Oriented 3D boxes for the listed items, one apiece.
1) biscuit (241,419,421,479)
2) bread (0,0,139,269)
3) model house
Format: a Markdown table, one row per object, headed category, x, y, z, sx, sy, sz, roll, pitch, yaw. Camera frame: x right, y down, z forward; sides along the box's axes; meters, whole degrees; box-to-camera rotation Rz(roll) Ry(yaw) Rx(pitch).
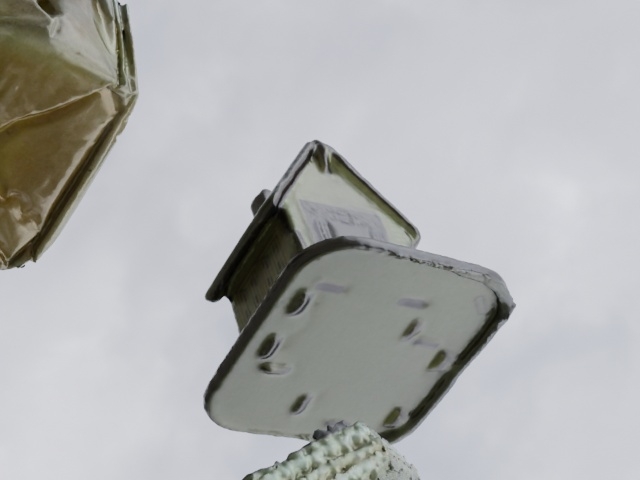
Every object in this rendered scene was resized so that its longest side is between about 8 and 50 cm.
| category | x | y | z | sx | sy | sz | roll | pitch | yaw |
| --- | --- | --- | --- | --- | --- | --- | --- | --- | --- |
| biscuit | -0.050 | 0.202 | 0.684 | 0.250 | 0.147 | 0.046 | -44 | -119 | -4 |
| bread | -0.247 | -0.095 | 0.838 | 0.210 | 0.192 | 0.109 | -57 | -143 | 30 |
| model house | 0.000 | 0.000 | 1.019 | 0.218 | 0.205 | 0.278 | -54 | -143 | 33 |
